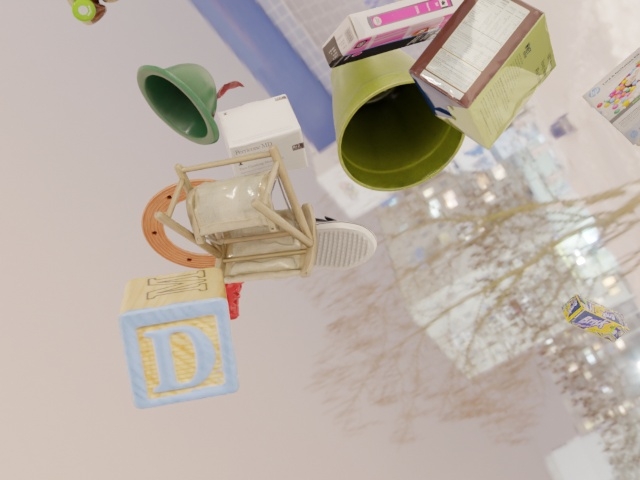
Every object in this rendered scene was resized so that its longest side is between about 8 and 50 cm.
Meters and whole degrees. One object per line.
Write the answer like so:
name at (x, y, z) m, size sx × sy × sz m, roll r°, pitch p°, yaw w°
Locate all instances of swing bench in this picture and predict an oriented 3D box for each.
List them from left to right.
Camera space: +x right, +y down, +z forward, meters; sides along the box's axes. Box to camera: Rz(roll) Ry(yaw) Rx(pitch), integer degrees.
swing bench at (-0.165, -0.041, 1.729) m, size 0.254 × 0.253 × 0.165 m, roll 58°, pitch -144°, yaw -42°

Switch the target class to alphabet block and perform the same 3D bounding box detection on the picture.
alphabet block at (-0.260, 0.175, 1.516) m, size 0.197 × 0.193 × 0.192 m, roll -121°, pitch 25°, yaw -72°

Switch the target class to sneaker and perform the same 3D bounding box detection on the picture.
sneaker at (-0.202, 0.118, 1.988) m, size 0.128 × 0.221 × 0.087 m, roll 54°, pitch 174°, yaw 15°
sneaker at (0.000, 0.000, 1.917) m, size 0.126 × 0.321 × 0.127 m, roll 62°, pitch -143°, yaw -23°

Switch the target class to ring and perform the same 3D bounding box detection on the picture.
ring at (-0.314, -0.045, 2.216) m, size 0.336 × 0.337 × 0.032 m, roll 46°, pitch -154°, yaw -39°

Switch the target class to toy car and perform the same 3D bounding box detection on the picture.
toy car at (-0.497, -0.593, 1.850) m, size 0.149 × 0.188 × 0.155 m, roll 58°, pitch 178°, yaw -22°

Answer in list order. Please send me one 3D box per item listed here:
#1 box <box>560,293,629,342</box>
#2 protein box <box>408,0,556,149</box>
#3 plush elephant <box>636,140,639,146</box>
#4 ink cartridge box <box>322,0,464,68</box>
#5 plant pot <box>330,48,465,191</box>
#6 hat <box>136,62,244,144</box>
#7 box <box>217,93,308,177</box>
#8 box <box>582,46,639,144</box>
box at (0.676, 0.192, 2.011) m, size 0.169 × 0.059 × 0.054 m, roll 23°, pitch -146°, yaw -25°
protein box at (0.289, -0.304, 1.437) m, size 0.136 × 0.201 × 0.200 m, roll 39°, pitch -178°, yaw 26°
plush elephant at (0.879, -0.297, 1.968) m, size 0.255 × 0.330 × 0.272 m, roll 17°, pitch -172°, yaw 7°
ink cartridge box at (0.199, -0.473, 1.767) m, size 0.069 × 0.371 × 0.176 m, roll 67°, pitch 161°, yaw 0°
plant pot at (0.185, -0.392, 2.333) m, size 0.366 × 0.366 × 0.353 m, roll 44°, pitch -161°, yaw -42°
hat at (-0.192, -0.283, 1.396) m, size 0.173 × 0.183 × 0.208 m, roll 51°, pitch 157°, yaw -25°
box at (-0.142, -0.248, 1.999) m, size 0.182 × 0.181 × 0.119 m, roll -112°, pitch 8°, yaw -50°
box at (0.572, -0.266, 1.469) m, size 0.038 × 0.145 × 0.186 m, roll 40°, pitch -161°, yaw -24°
